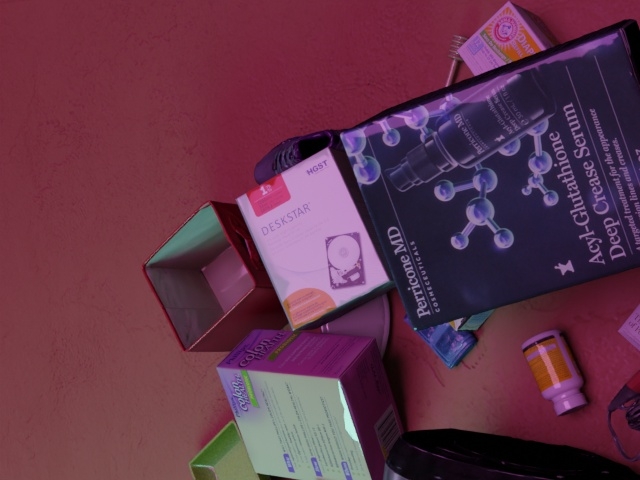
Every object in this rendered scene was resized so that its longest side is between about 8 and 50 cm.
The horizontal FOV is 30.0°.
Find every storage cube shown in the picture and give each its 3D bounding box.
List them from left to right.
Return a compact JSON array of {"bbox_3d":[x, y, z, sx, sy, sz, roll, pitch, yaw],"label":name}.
[{"bbox_3d":[-0.150,0.065,2.027,0.215,0.193,0.184,-43,63,26],"label":"storage cube"}]

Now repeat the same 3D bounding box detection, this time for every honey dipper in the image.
[{"bbox_3d":[0.203,-0.247,1.903,0.030,0.030,0.161,23,104,35],"label":"honey dipper"}]

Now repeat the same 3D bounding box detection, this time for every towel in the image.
[{"bbox_3d":[0.188,0.138,1.877,0.119,0.029,0.067,49,113,29],"label":"towel"}]

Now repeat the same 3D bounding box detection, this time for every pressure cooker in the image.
[{"bbox_3d":[0.234,0.486,1.603,0.369,0.375,0.421,7,90,33],"label":"pressure cooker"}]

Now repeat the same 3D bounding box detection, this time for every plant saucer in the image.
[{"bbox_3d":[-0.138,0.425,2.054,0.188,0.045,0.188,-48,60,44],"label":"plant saucer"}]

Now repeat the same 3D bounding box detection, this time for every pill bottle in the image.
[{"bbox_3d":[0.343,0.193,1.738,0.065,0.065,0.116,-33,67,29],"label":"pill bottle"}]

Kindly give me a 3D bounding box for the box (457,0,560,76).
[{"bbox_3d":[0.315,-0.238,1.773,0.114,0.103,0.203,-43,63,25],"label":"box"}]

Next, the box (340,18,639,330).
[{"bbox_3d":[0.275,-0.089,1.613,0.395,0.212,0.294,-19,96,23],"label":"box"}]

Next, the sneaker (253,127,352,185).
[{"bbox_3d":[-0.041,-0.148,2.025,0.223,0.098,0.083,-19,75,33],"label":"sneaker"}]

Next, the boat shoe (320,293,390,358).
[{"bbox_3d":[0.039,0.075,1.970,0.099,0.116,0.320,156,105,-77],"label":"boat shoe"}]

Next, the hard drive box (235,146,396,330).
[{"bbox_3d":[0.000,0.000,1.868,0.181,0.089,0.232,-29,77,18],"label":"hard drive box"}]

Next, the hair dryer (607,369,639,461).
[{"bbox_3d":[0.467,0.149,1.569,0.223,0.080,0.294,-3,85,37],"label":"hair dryer"}]

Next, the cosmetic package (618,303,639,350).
[{"bbox_3d":[0.525,0.164,1.612,0.239,0.060,0.099,45,110,30],"label":"cosmetic package"}]

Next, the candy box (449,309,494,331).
[{"bbox_3d":[0.243,0.003,1.824,0.159,0.071,0.233,48,113,28],"label":"candy box"}]

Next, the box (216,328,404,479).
[{"bbox_3d":[-0.011,0.265,1.899,0.242,0.117,0.214,0,119,35],"label":"box"}]
